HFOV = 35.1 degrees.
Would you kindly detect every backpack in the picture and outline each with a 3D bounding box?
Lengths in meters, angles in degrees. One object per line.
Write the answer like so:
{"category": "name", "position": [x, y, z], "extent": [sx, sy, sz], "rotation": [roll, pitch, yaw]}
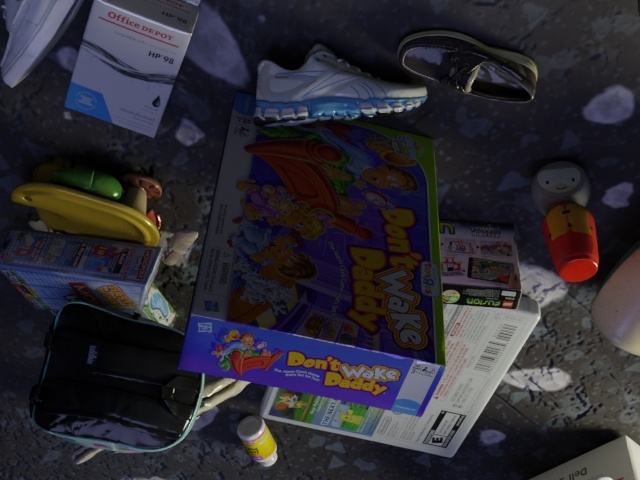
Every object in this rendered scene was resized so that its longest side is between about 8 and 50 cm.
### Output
{"category": "backpack", "position": [-0.231, 0.172, 1.209], "extent": [0.188, 0.166, 0.144], "rotation": [10, 164, 3]}

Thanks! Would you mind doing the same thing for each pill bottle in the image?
{"category": "pill bottle", "position": [-0.092, 0.303, 1.517], "extent": [0.043, 0.043, 0.083], "rotation": [-11, 130, 14]}

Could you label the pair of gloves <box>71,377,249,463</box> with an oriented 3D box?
{"category": "pair of gloves", "position": [-0.201, 0.242, 1.384], "extent": [0.240, 0.204, 0.042], "rotation": [-29, 83, 27]}

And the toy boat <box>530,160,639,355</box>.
{"category": "toy boat", "position": [0.384, 0.012, 1.169], "extent": [0.318, 0.148, 0.267], "rotation": [19, 136, -23]}

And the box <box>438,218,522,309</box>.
{"category": "box", "position": [0.129, 0.022, 1.199], "extent": [0.207, 0.114, 0.036], "rotation": [5, 133, 0]}

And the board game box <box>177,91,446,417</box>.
{"category": "board game box", "position": [0.000, 0.000, 1.032], "extent": [0.233, 0.347, 0.078], "rotation": [12, 131, -8]}

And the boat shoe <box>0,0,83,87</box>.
{"category": "boat shoe", "position": [-0.291, -0.236, 1.034], "extent": [0.063, 0.066, 0.184], "rotation": [38, 128, -9]}

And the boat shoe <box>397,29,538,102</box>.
{"category": "boat shoe", "position": [0.155, -0.179, 1.057], "extent": [0.152, 0.049, 0.056], "rotation": [9, 133, -4]}

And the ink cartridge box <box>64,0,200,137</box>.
{"category": "ink cartridge box", "position": [-0.193, -0.206, 1.052], "extent": [0.104, 0.060, 0.180], "rotation": [19, 131, -12]}

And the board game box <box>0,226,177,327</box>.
{"category": "board game box", "position": [-0.267, 0.062, 1.257], "extent": [0.194, 0.060, 0.194], "rotation": [-1, 142, 24]}

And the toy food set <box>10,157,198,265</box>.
{"category": "toy food set", "position": [-0.251, -0.046, 1.206], "extent": [0.218, 0.071, 0.128], "rotation": [18, 155, -9]}

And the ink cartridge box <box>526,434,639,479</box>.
{"category": "ink cartridge box", "position": [0.448, 0.423, 1.535], "extent": [0.353, 0.119, 0.207], "rotation": [37, 125, -27]}

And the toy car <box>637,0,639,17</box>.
{"category": "toy car", "position": [0.406, -0.227, 0.940], "extent": [0.188, 0.155, 0.149], "rotation": [17, 132, -28]}

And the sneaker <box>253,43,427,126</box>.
{"category": "sneaker", "position": [0.022, -0.168, 1.070], "extent": [0.190, 0.083, 0.071], "rotation": [-4, 178, -14]}

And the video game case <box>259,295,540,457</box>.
{"category": "video game case", "position": [0.097, 0.166, 1.386], "extent": [0.300, 0.036, 0.329], "rotation": [13, 133, -8]}
